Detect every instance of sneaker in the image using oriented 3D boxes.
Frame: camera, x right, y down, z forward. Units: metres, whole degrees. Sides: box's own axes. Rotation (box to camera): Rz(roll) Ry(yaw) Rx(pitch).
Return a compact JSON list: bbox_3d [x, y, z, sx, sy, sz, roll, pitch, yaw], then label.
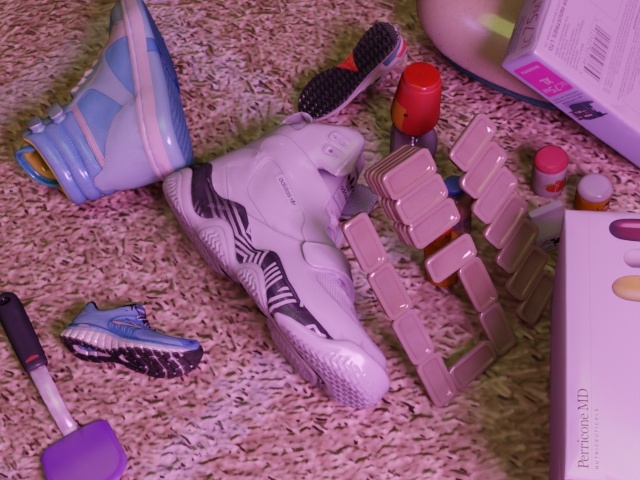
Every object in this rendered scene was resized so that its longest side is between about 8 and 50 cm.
[{"bbox_3d":[0.046,-0.201,1.276,0.161,0.075,0.057,-42,67,13],"label":"sneaker"},{"bbox_3d":[-0.284,-0.178,1.265,0.208,0.127,0.319,-20,48,3],"label":"sneaker"},{"bbox_3d":[-0.202,0.099,1.110,0.162,0.063,0.073,12,57,14],"label":"sneaker"},{"bbox_3d":[0.000,0.000,1.099,0.210,0.137,0.366,-36,57,-12],"label":"sneaker"}]

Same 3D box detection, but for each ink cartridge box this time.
[{"bbox_3d":[0.354,-0.193,1.142,0.311,0.065,0.185,30,67,-20],"label":"ink cartridge box"}]

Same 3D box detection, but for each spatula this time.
[{"bbox_3d":[-0.295,0.160,1.101,0.084,0.030,0.296,-29,58,-12],"label":"spatula"}]

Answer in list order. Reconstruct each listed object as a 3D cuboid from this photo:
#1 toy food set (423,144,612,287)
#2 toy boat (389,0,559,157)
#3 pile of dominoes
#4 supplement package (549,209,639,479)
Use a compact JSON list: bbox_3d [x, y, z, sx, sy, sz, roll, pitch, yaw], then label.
[{"bbox_3d":[0.209,-0.048,1.122,0.232,0.104,0.111,-21,57,-6],"label":"toy food set"},{"bbox_3d":[0.191,-0.214,1.225,0.267,0.148,0.318,38,62,21],"label":"toy boat"},{"bbox_3d":[0.134,0.017,1.042,0.196,0.251,0.040,-35,25,-17],"label":"pile of dominoes"},{"bbox_3d":[0.288,0.134,0.935,0.145,0.204,0.261,2,58,9],"label":"supplement package"}]
